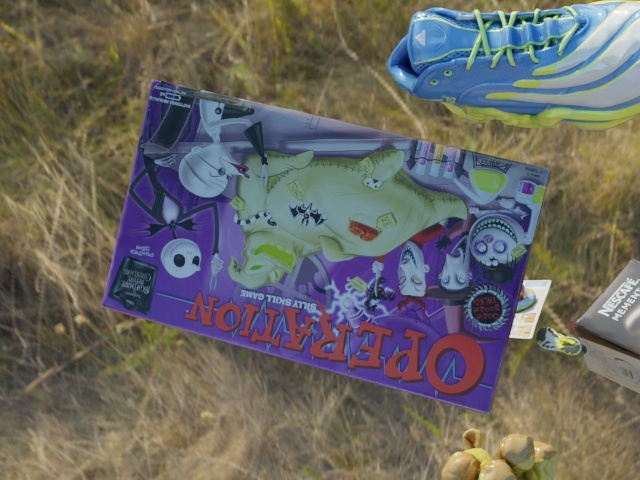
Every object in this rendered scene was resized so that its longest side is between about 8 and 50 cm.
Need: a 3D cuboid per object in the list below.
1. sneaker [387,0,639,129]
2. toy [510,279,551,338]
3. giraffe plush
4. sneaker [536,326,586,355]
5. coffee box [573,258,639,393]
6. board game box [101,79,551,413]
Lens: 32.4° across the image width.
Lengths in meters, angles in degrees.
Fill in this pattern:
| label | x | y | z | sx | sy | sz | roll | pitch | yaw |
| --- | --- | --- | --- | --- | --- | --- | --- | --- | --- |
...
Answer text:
| label | x | y | z | sx | sy | sz | roll | pitch | yaw |
| --- | --- | --- | --- | --- | --- | --- | --- | --- | --- |
| sneaker | 0.138 | -0.125 | 0.788 | 0.126 | 0.240 | 0.091 | 3 | 87 | -32 |
| toy | 0.257 | 0.081 | 1.621 | 0.137 | 0.056 | 0.237 | -1 | 20 | 19 |
| giraffe plush | 0.272 | 0.384 | 1.770 | 0.171 | 0.210 | 0.181 | 19 | 68 | 44 |
| sneaker | 0.348 | 0.151 | 1.592 | 0.083 | 0.035 | 0.031 | 24 | 87 | 51 |
| coffee box | 0.565 | 0.164 | 1.690 | 0.168 | 0.118 | 0.297 | -45 | 43 | -21 |
| board game box | 0.000 | 0.000 | 0.933 | 0.347 | 0.056 | 0.208 | 14 | 98 | 12 |
